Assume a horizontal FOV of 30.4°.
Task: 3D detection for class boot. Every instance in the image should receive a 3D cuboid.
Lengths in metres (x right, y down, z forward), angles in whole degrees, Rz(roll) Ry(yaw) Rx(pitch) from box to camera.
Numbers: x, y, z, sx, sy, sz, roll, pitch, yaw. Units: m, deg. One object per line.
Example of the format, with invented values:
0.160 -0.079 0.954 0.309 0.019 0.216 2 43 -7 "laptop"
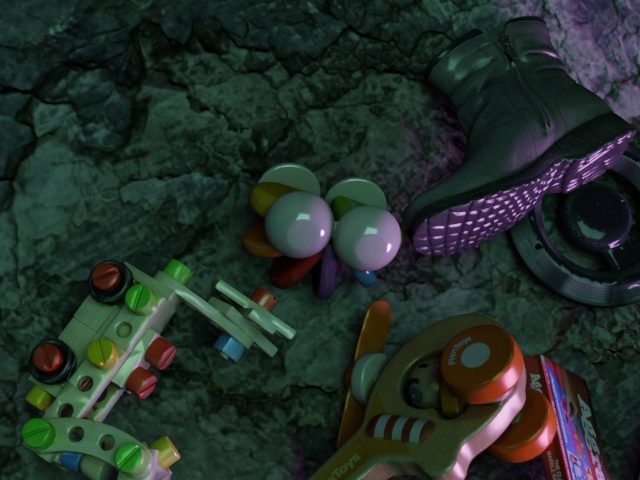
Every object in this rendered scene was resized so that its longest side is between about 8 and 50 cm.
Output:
0.186 -0.129 1.397 0.338 0.118 0.222 -25 66 -29 "boot"

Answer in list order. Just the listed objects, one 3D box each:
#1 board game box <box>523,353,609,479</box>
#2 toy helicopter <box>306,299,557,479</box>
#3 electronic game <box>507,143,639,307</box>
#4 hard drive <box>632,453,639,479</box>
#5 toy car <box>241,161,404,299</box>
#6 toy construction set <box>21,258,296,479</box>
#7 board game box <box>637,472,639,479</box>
0.289 0.275 1.298 0.027 0.145 0.281 -21 62 25 "board game box"
0.060 0.206 1.262 0.355 0.235 0.140 -41 129 -8 "toy helicopter"
0.339 -0.027 1.452 0.229 0.048 0.229 3 70 -8 "electronic game"
0.478 0.367 1.390 0.255 0.054 0.172 24 72 -8 "hard drive"
0.000 0.000 1.322 0.182 0.159 0.136 11 109 -12 "toy car"
-0.178 0.145 1.224 0.215 0.151 0.327 30 61 20 "toy construction set"
0.538 0.201 1.397 0.254 0.079 0.336 31 59 -5 "board game box"
